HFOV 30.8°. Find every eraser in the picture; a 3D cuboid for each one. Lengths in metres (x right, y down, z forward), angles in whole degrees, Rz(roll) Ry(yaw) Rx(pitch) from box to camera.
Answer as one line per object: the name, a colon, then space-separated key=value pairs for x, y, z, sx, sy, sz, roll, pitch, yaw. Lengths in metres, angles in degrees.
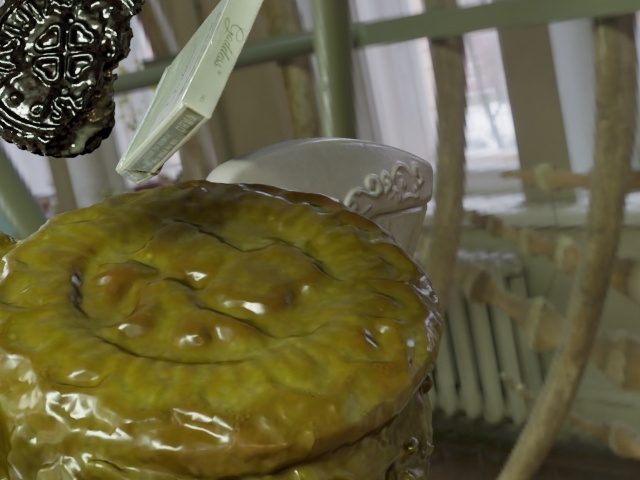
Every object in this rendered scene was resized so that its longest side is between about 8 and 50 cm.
eraser: x=0.001 y=0.000 z=0.912 sx=0.059 sy=0.204 sz=0.243 roll=12 pitch=-8 yaw=39

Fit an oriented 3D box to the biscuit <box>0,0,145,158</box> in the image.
biscuit: x=-0.110 y=-0.080 z=0.506 sx=0.089 sy=0.087 sz=0.027 roll=-27 pitch=-20 yaw=-3

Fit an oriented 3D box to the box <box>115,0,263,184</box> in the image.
box: x=-0.103 y=-0.116 z=0.895 sx=0.029 sy=0.109 sz=0.198 roll=28 pitch=-20 yaw=-15

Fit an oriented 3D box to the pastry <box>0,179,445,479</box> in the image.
pastry: x=-0.061 y=0.076 z=0.547 sx=0.235 sy=0.132 sz=0.240 roll=-7 pitch=31 yaw=-12
